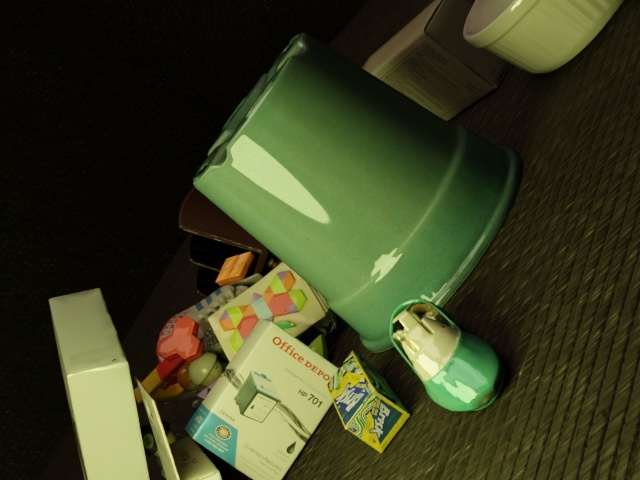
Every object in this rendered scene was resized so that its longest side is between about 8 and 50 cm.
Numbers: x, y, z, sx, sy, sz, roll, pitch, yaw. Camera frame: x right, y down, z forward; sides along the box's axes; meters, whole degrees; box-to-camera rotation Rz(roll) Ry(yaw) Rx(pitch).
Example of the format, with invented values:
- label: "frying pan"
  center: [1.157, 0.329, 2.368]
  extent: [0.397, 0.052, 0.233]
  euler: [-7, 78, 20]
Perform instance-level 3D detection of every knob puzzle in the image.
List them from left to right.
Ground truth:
- label: "knob puzzle"
  center: [-0.090, 0.031, 2.372]
  extent: [0.213, 0.030, 0.213]
  euler: [-51, 12, 16]

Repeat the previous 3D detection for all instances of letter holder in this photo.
- label: "letter holder"
  center: [-0.228, 0.004, 2.451]
  extent: [0.302, 0.214, 0.152]
  euler: [-84, 14, -68]

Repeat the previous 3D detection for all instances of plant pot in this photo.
- label: "plant pot"
  center: [0.033, -0.083, 1.466]
  extent: [0.341, 0.334, 0.341]
  euler: [-51, 11, 14]

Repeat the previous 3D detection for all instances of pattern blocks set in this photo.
- label: "pattern blocks set"
  center: [-0.085, 0.118, 1.695]
  extent: [0.325, 0.026, 0.285]
  euler: [-47, 50, -7]

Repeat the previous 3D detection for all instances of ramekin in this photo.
- label: "ramekin"
  center: [0.337, -0.361, 1.557]
  extent: [0.273, 0.127, 0.273]
  euler: [-50, 13, 16]

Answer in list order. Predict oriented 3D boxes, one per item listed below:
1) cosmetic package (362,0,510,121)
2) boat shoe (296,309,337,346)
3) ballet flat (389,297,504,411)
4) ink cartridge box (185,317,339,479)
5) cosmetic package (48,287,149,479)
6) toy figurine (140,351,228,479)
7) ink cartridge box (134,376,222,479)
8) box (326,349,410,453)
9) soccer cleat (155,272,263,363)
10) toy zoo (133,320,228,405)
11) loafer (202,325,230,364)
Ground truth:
- label: "cosmetic package"
  center: [0.186, -0.292, 1.881]
  extent: [0.113, 0.160, 0.309]
  euler: [-59, 14, -25]
- label: "boat shoe"
  center: [-0.005, 0.128, 1.706]
  extent: [0.184, 0.066, 0.063]
  euler: [-44, 40, 0]
- label: "ballet flat"
  center: [0.120, 0.116, 1.166]
  extent: [0.083, 0.087, 0.247]
  euler: [-54, 12, 2]
- label: "ink cartridge box"
  center: [-0.073, 0.223, 1.492]
  extent: [0.190, 0.140, 0.082]
  euler: [-56, 11, -7]
- label: "cosmetic package"
  center: [-0.342, 0.304, 1.727]
  extent: [0.284, 0.097, 0.377]
  euler: [-130, 31, -64]
- label: "toy figurine"
  center: [-0.207, 0.296, 1.795]
  extent: [0.213, 0.148, 0.209]
  euler: [-58, 12, -16]
- label: "ink cartridge box"
  center: [-0.185, 0.307, 1.502]
  extent: [0.060, 0.238, 0.275]
  euler: [-17, 4, -14]
- label: "box"
  center: [0.054, 0.190, 1.296]
  extent: [0.059, 0.054, 0.169]
  euler: [-53, 11, 3]
- label: "soccer cleat"
  center: [-0.208, 0.153, 2.155]
  extent: [0.143, 0.116, 0.331]
  euler: [-40, 2, 30]
- label: "toy zoo"
  center: [-0.215, 0.230, 1.995]
  extent: [0.192, 0.030, 0.293]
  euler: [-1, -34, -44]
- label: "loafer"
  center: [-0.074, 0.138, 1.811]
  extent: [0.251, 0.087, 0.094]
  euler: [-25, 37, 17]
